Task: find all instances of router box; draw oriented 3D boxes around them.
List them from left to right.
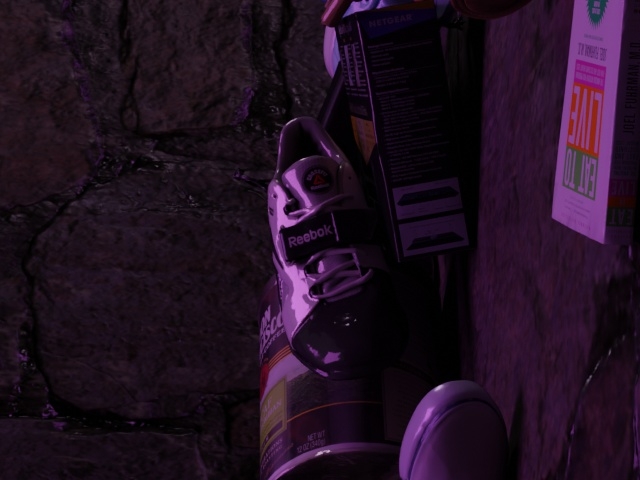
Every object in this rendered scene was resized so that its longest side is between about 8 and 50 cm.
[{"bbox_3d":[0.081,-0.116,1.846,0.309,0.081,0.243,-120,20,-83],"label":"router box"}]

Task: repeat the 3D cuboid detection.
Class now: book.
[{"bbox_3d":[0.169,-0.076,1.063,0.096,0.035,0.144,-125,37,-79],"label":"book"}]

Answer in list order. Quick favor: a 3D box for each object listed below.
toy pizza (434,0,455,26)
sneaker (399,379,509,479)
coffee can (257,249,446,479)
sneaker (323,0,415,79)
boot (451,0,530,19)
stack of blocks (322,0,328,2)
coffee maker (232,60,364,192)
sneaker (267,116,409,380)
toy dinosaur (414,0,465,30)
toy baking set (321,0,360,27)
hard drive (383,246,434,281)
[{"bbox_3d":[0.133,-0.308,1.754,0.201,0.032,0.201,-177,90,-82],"label":"toy pizza"},{"bbox_3d":[0.120,0.236,1.468,0.091,0.094,0.258,-127,30,-56],"label":"sneaker"},{"bbox_3d":[0.035,0.172,1.877,0.201,0.201,0.275,94,175,-45],"label":"coffee can"},{"bbox_3d":[0.087,-0.319,2.104,0.150,0.135,0.366,-128,33,-55],"label":"sneaker"},{"bbox_3d":[0.141,-0.274,1.330,0.197,0.073,0.152,112,161,-47],"label":"boot"},{"bbox_3d":[0.024,-0.411,2.272,0.297,0.171,0.087,85,-151,-64],"label":"stack of blocks"},{"bbox_3d":[0.023,-0.114,2.043,0.120,0.171,0.178,24,91,64],"label":"coffee maker"},{"bbox_3d":[0.000,0.000,1.798,0.330,0.122,0.146,-108,1,-51],"label":"sneaker"},{"bbox_3d":[0.112,-0.243,1.843,0.082,0.090,0.047,22,132,40],"label":"toy dinosaur"},{"bbox_3d":[0.062,-0.279,1.718,0.256,0.030,0.197,-55,0,29],"label":"toy baking set"},{"bbox_3d":[0.091,0.038,2.197,0.339,0.064,0.237,-91,4,-56],"label":"hard drive"}]
